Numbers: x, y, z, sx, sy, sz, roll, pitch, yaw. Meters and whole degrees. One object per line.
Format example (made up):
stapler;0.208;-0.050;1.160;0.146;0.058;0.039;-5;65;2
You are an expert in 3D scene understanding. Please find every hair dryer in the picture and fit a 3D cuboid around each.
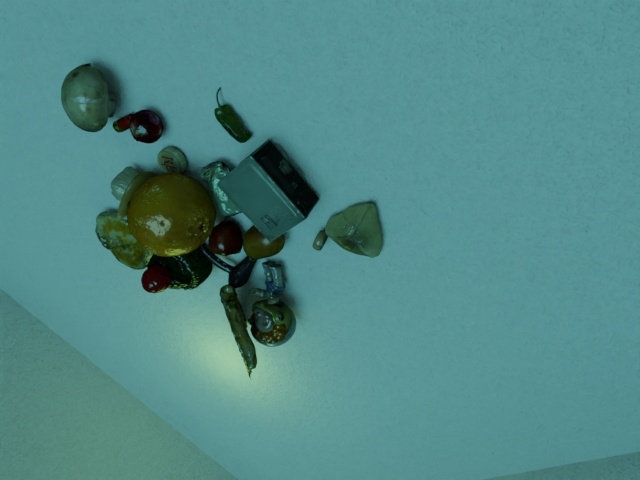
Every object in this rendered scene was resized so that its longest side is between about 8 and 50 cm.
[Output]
hair dryer;-0.425;0.090;2.001;0.272;0.091;0.235;31;130;-10

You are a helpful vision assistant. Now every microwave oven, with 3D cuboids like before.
microwave oven;-0.185;-0.185;1.660;0.238;0.181;0.295;-31;107;35

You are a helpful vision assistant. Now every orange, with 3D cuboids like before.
orange;-0.579;-0.096;1.786;0.294;0.341;0.340;23;131;25

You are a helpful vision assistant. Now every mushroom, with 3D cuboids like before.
mushroom;-0.883;-0.545;1.712;0.184;0.254;0.254;3;140;-33

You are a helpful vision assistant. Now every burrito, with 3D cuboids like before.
burrito;-0.376;-0.209;1.792;0.144;0.089;0.228;-15;118;16

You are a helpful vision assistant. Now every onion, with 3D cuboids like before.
onion;-0.676;-0.439;1.741;0.131;0.131;0.131;12;127;16

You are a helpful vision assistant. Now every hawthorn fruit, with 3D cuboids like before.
hawthorn fruit;-0.404;-0.018;1.906;0.148;0.148;0.171;7;110;20

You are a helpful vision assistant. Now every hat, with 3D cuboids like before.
hat;-0.664;0.136;2.003;0.274;0.332;0.242;32;128;3

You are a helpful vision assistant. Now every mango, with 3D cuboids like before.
mango;-0.244;0.004;1.860;0.221;0.120;0.151;-18;114;40

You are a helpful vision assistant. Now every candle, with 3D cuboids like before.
candle;-0.773;-0.475;1.800;0.131;0.052;0.051;-12;117;28

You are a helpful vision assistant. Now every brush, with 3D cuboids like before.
brush;-0.785;-0.184;1.874;0.166;0.266;0.174;12;137;14

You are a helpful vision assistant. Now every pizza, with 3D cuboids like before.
pizza;-0.379;0.353;2.038;0.080;0.435;0.391;-19;114;-13

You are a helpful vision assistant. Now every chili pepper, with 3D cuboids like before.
chili pepper;-0.337;-0.439;1.624;0.072;0.073;0.204;-20;112;49

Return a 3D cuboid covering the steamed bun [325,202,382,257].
steamed bun;0.119;-0.024;1.690;0.213;0.110;0.231;-2;120;25

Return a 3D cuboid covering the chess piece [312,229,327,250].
chess piece;0.000;0.000;1.772;0.038;0.083;0.083;25;130;6

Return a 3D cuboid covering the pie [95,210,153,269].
pie;-0.960;-0.002;2.203;0.340;0.077;0.338;12;124;19

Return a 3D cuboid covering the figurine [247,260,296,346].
figurine;-0.195;0.285;2.004;0.225;0.205;0.381;31;120;32

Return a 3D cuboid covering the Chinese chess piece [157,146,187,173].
Chinese chess piece;-0.606;-0.323;1.833;0.122;0.051;0.122;12;127;16
